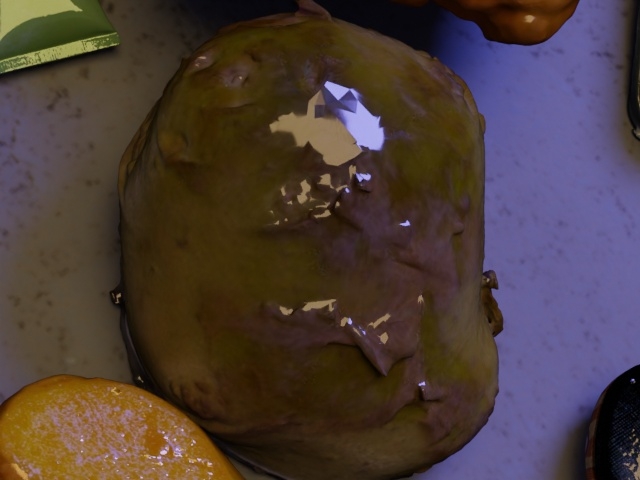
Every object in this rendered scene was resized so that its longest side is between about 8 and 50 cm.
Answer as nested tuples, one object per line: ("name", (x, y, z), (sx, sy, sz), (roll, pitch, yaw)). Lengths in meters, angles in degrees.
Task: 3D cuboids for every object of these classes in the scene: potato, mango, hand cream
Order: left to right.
("hand cream", (-0.208, -0.201, 1.016), (0.095, 0.046, 0.175), (-17, 81, -19))
("mango", (-0.106, 0.171, 0.874), (0.217, 0.102, 0.141), (29, 51, -2))
("potato", (0.000, 0.000, 0.913), (0.247, 0.196, 0.299), (-16, 76, -17))

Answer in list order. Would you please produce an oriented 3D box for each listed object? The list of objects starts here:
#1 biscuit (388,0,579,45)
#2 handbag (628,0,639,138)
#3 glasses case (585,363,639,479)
("biscuit", (0.037, -0.253, 1.004), (0.312, 0.110, 0.318), (9, 42, -10))
("handbag", (0.364, -0.176, 1.125), (0.248, 0.079, 0.260), (11, 68, -10))
("glasses case", (0.329, 0.169, 0.986), (0.321, 0.082, 0.122), (17, 69, -8))
